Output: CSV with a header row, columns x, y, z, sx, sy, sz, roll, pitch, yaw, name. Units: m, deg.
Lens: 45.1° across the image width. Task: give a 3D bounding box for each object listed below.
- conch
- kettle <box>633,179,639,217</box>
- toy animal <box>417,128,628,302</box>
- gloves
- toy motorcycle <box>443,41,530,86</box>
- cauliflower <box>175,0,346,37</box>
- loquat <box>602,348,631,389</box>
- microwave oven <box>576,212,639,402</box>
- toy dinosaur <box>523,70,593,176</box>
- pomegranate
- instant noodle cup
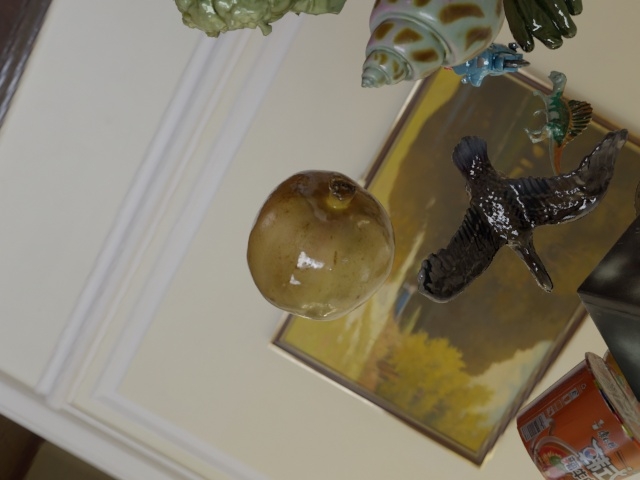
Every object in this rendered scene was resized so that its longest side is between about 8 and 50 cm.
x,y,z,sx,sy,sz,roll,pitch,yaw,name
0.222,-0.427,1.536,0.368,0.249,0.197,-36,-149,8,conch
0.894,-0.069,1.840,0.165,0.255,0.240,27,-64,59,kettle
0.229,-0.027,0.889,0.273,0.197,0.160,-32,-135,8,toy animal
0.328,-0.392,1.119,0.135,0.107,0.268,110,-6,-72,gloves
0.421,-0.466,1.979,0.272,0.182,0.123,-93,-176,-71,toy motorcycle
-0.094,-0.338,0.834,0.281,0.261,0.327,92,-1,-61,cauliflower
0.785,0.350,1.910,0.213,0.213,0.213,-61,179,-1,loquat
0.715,0.071,1.339,0.432,0.374,0.236,-46,-151,-16,microwave oven
0.384,-0.184,1.227,0.106,0.044,0.187,-33,-130,16,toy dinosaur
0.000,0.000,1.537,0.319,0.319,0.319,-61,179,-1,pomegranate
0.517,0.369,1.504,0.192,0.250,0.250,-38,-172,22,instant noodle cup
